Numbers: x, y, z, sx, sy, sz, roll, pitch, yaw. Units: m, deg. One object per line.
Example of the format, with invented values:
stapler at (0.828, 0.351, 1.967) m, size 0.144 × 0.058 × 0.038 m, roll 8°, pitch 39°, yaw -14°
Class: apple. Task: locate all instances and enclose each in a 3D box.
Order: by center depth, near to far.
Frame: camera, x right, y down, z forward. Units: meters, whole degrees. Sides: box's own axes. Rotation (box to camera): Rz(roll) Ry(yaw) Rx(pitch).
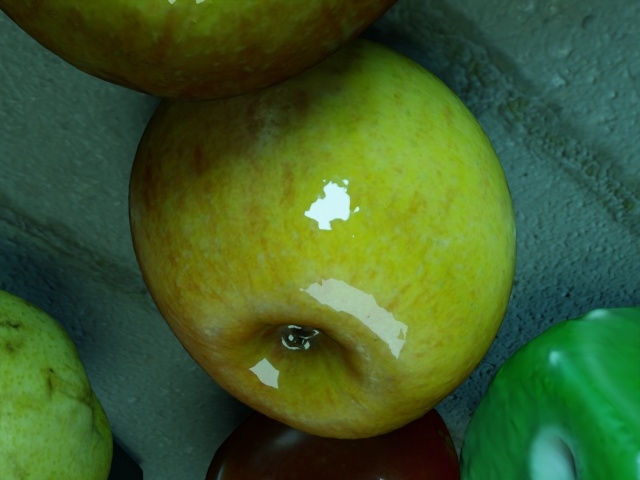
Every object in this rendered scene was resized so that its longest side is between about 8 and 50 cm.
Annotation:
apple at (-0.066, -0.209, 0.551) m, size 0.302 × 0.301 × 0.301 m, roll -3°, pitch 136°, yaw -3°
apple at (0.000, 0.000, 0.780) m, size 0.299 × 0.275 × 0.299 m, roll 1°, pitch 138°, yaw 1°

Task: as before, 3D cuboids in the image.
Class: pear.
pear at (-0.352, 0.181, 0.909) m, size 0.315 × 0.314 × 0.314 m, roll -3°, pitch 136°, yaw -3°

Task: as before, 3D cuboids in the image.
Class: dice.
dice at (0.332, 0.259, 1.033) m, size 0.297 × 0.287 × 0.300 m, roll -1°, pitch 128°, yaw -27°

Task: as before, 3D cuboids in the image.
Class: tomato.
tomato at (0.013, 0.314, 1.093) m, size 0.293 × 0.289 × 0.325 m, roll -3°, pitch 143°, yaw -7°

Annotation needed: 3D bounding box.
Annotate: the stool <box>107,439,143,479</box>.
stool at (-0.323, 0.313, 1.158) m, size 0.232 × 0.141 × 0.232 m, roll -3°, pitch 137°, yaw -3°
